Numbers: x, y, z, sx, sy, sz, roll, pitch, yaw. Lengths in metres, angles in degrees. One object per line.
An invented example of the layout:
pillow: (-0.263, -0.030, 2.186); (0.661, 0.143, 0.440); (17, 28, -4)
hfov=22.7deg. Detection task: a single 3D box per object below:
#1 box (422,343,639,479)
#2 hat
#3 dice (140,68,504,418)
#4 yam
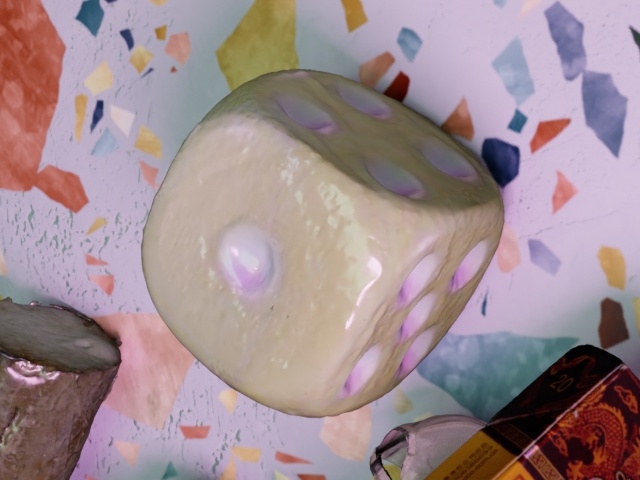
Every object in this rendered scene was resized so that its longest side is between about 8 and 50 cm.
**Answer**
box: (0.170, 0.317, 1.361); (0.415, 0.116, 0.264); (-42, 102, -5)
hat: (0.136, 0.298, 1.515); (0.161, 0.232, 0.275); (-5, 107, 7)
dice: (0.000, 0.000, 1.508); (0.252, 0.250, 0.254); (40, 116, 22)
yam: (-0.358, 0.216, 1.798); (0.195, 0.195, 0.300); (36, 113, 23)
